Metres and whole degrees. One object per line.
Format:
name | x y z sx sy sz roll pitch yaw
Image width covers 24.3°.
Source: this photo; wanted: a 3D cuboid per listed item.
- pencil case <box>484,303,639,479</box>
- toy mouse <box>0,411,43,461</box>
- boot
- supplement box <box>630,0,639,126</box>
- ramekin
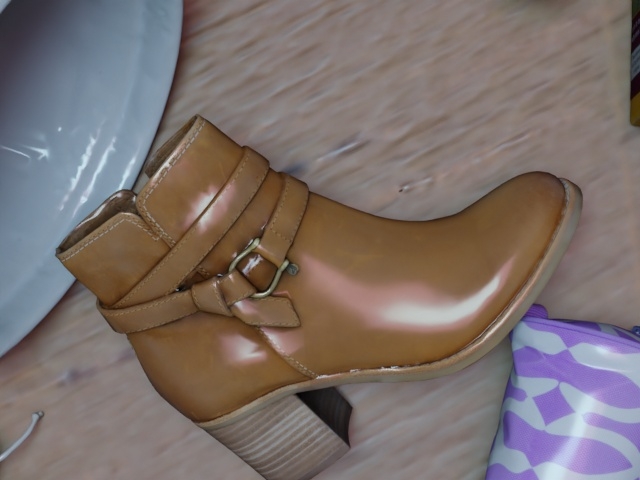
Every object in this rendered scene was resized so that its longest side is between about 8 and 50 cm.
pencil case | 0.092 0.127 0.638 0.088 0.086 0.206 14 85 38
toy mouse | -0.193 0.129 0.655 0.143 0.031 0.161 16 49 20
boot | 0.000 0.000 0.632 0.197 0.073 0.152 -41 105 4
supplement box | 0.181 -0.146 0.634 0.080 0.104 0.188 2 87 2
ramekin | -0.155 -0.055 0.601 0.109 0.207 0.207 26 89 13
